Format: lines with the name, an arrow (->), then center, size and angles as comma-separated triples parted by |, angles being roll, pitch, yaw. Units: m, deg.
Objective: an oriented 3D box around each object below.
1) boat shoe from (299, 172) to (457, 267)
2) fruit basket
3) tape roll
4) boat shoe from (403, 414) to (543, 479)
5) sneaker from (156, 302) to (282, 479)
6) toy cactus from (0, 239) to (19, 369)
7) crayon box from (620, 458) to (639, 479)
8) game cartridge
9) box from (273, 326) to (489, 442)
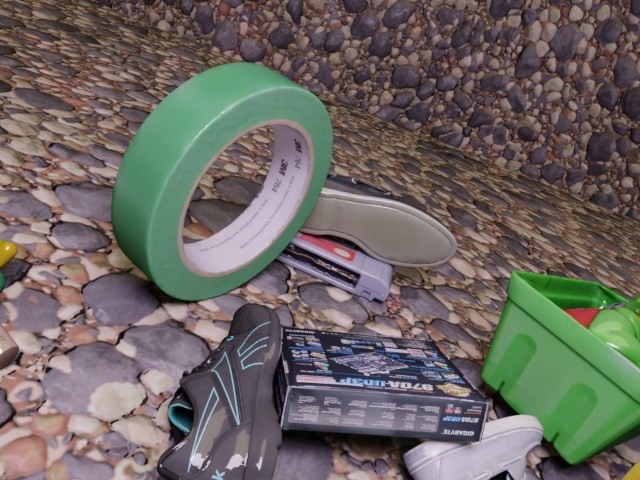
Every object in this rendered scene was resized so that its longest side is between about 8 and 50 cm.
boat shoe -> 0.076, -0.051, 0.955 | 0.340, 0.127, 0.113 | 12, 37, -1
fruit basket -> 0.462, 0.117, 0.751 | 0.392, 0.392, 0.283 | 0, 34, -40
tape roll -> -0.116, -0.070, 0.720 | 0.077, 0.321, 0.321 | 36, 28, 25
boat shoe -> 0.195, 0.264, 0.632 | 0.228, 0.079, 0.081 | 4, 50, -37
sneaker -> -0.099, 0.149, 0.570 | 0.106, 0.101, 0.267 | 14, 26, -12
toy cactus -> -0.377, 0.056, 0.540 | 0.180, 0.112, 0.219 | 36, 18, 6
crayon box -> 0.471, 0.335, 0.557 | 0.318, 0.202, 0.081 | 35, 27, 22
game cartridge -> 0.000, 0.000, 0.999 | 0.294, 0.060, 0.196 | 24, 21, 2
box -> 0.057, 0.162, 0.632 | 0.220, 0.051, 0.175 | 7, 10, -10
